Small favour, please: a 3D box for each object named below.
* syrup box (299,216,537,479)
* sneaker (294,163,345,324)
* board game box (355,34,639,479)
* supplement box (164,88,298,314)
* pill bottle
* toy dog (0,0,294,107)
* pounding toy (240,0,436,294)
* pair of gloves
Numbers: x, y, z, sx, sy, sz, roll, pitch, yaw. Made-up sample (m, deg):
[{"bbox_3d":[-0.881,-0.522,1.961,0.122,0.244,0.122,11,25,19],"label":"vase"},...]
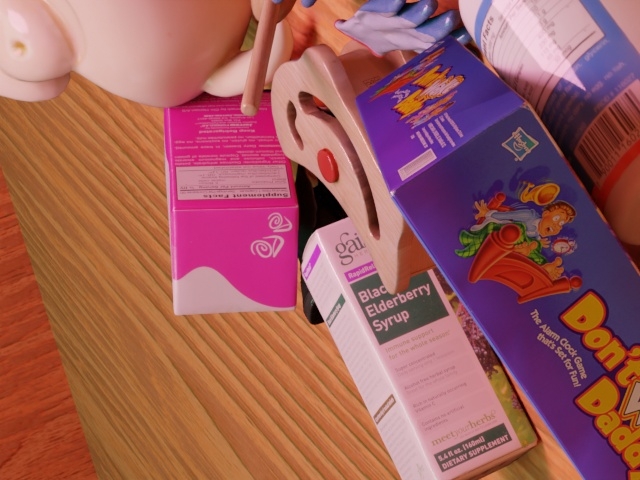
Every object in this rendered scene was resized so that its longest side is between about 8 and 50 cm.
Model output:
[{"bbox_3d":[0.077,0.090,1.461,0.237,0.093,0.096,64,163,13],"label":"syrup box"},{"bbox_3d":[-0.002,0.001,1.673,0.089,0.051,0.170,59,156,28],"label":"sneaker"},{"bbox_3d":[0.121,0.016,0.988,0.233,0.078,0.347,55,-175,-11],"label":"board game box"},{"bbox_3d":[-0.084,-0.039,1.585,0.220,0.113,0.111,-98,9,-57],"label":"supplement box"},{"bbox_3d":[0.151,-0.116,0.941,0.221,0.124,0.124,60,161,27],"label":"pill bottle"},{"bbox_3d":[-0.206,-0.319,1.523,0.395,0.284,0.408,40,150,32],"label":"toy dog"},{"bbox_3d":[0.002,-0.078,1.377,0.270,0.154,0.154,62,157,18],"label":"pounding toy"},{"bbox_3d":[0.019,-0.171,1.240,0.198,0.023,0.159,31,169,-19],"label":"pair of gloves"}]
